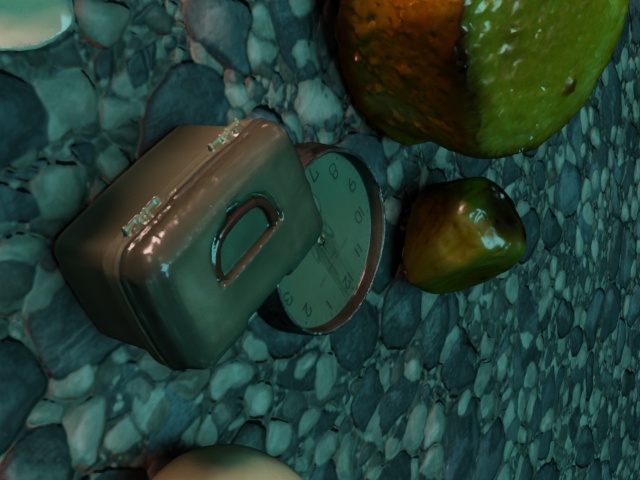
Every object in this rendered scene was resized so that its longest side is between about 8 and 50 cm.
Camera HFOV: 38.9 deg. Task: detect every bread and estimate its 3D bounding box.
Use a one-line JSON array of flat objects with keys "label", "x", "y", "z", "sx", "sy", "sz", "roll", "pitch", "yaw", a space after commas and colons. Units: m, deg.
[{"label": "bread", "x": 0.189, "y": -0.252, "z": 1.008, "sx": 0.337, "sy": 0.204, "sz": 0.358, "roll": -37, "pitch": 140, "yaw": -10}]

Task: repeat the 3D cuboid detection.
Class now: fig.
[{"label": "fig", "x": 0.177, "y": -0.002, "z": 1.157, "sx": 0.165, "sy": 0.154, "sz": 0.144, "roll": -54, "pitch": 164, "yaw": 7}]

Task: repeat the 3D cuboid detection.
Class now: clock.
[{"label": "clock", "x": 0.000, "y": 0.000, "z": 0.997, "sx": 0.215, "sy": 0.042, "sz": 0.214, "roll": -17, "pitch": 111, "yaw": -52}]

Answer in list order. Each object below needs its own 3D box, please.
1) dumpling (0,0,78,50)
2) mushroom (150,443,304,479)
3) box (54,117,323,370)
[{"label": "dumpling", "x": -0.226, "y": -0.246, "z": 0.580, "sx": 0.167, "sy": 0.126, "sz": 0.215, "roll": -2, "pitch": 119, "yaw": -27}, {"label": "mushroom", "x": -0.088, "y": 0.316, "z": 0.833, "sx": 0.246, "sy": 0.202, "sz": 0.246, "roll": 57, "pitch": 10, "yaw": -15}, {"label": "box", "x": -0.107, "y": -0.004, "z": 0.774, "sx": 0.210, "sy": 0.129, "sz": 0.148, "roll": -50, "pitch": 135, "yaw": -34}]
